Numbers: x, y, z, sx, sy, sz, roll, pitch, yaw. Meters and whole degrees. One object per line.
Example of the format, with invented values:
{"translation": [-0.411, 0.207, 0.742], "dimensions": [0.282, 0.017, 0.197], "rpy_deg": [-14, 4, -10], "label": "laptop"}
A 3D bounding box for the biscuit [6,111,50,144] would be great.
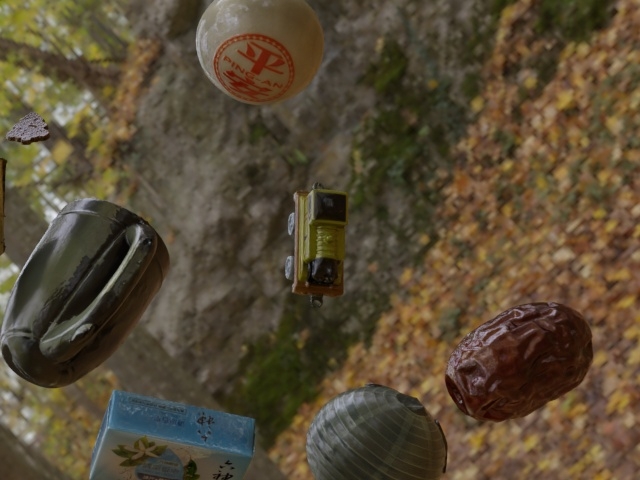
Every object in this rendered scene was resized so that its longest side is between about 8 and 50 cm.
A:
{"translation": [-0.550, -0.211, 2.212], "dimensions": [0.082, 0.092, 0.016], "rpy_deg": [-4, -48, -1], "label": "biscuit"}

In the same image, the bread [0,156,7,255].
{"translation": [-0.610, -0.039, 2.000], "dimensions": [0.178, 0.135, 0.240], "rpy_deg": [-46, -4, 27], "label": "bread"}

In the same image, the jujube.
{"translation": [0.322, 0.194, 1.885], "dimensions": [0.250, 0.174, 0.174], "rpy_deg": [-22, -12, -13], "label": "jujube"}

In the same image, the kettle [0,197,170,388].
{"translation": [-0.402, 0.102, 2.013], "dimensions": [0.321, 0.228, 0.324], "rpy_deg": [-24, 30, 42], "label": "kettle"}

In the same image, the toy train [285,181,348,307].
{"translation": [0.000, 0.000, 1.941], "dimensions": [0.089, 0.219, 0.127], "rpy_deg": [6, -17, -14], "label": "toy train"}

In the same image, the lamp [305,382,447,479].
{"translation": [0.106, 0.369, 2.067], "dimensions": [0.233, 0.265, 0.233], "rpy_deg": [-50, 15, 19], "label": "lamp"}

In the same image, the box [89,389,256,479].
{"translation": [-0.230, 0.325, 1.823], "dimensions": [0.083, 0.232, 0.142], "rpy_deg": [-88, 18, -48], "label": "box"}

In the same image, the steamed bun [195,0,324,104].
{"translation": [-0.108, -0.335, 2.086], "dimensions": [0.232, 0.232, 0.145], "rpy_deg": [-47, 30, 36], "label": "steamed bun"}
